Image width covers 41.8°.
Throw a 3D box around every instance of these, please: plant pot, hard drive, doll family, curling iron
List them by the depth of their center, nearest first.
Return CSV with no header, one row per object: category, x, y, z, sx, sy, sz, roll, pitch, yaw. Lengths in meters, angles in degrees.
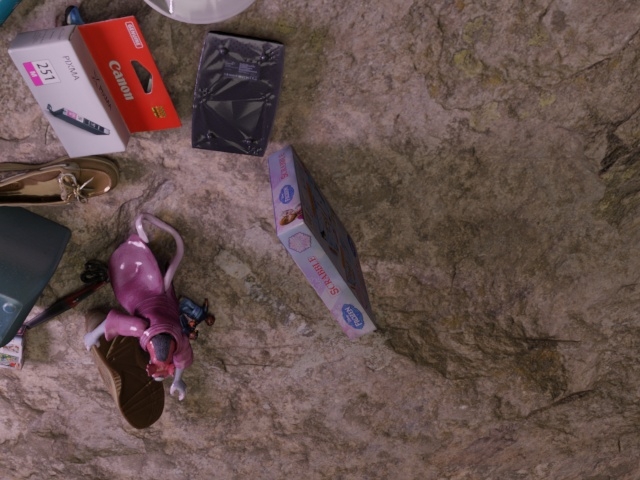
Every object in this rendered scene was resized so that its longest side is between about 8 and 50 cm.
hard drive,-0.172,-0.301,1.715,0.172,0.054,0.255,6,122,-12
plant pot,-0.707,0.083,1.770,0.247,0.252,0.248,27,115,-23
curling iron,-0.591,0.131,1.954,0.274,0.035,0.068,-35,100,20
doll family,-0.335,0.220,2.027,0.111,0.076,0.193,35,109,-22

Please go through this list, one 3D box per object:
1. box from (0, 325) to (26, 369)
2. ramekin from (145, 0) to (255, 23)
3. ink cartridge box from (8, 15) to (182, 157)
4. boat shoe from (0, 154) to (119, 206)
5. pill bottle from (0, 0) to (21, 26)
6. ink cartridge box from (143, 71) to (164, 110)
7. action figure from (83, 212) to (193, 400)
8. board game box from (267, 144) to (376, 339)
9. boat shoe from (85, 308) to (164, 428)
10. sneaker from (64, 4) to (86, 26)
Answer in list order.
box,-0.805,0.240,1.977,0.207,0.036,0.114,10,121,-8
ramekin,-0.221,-0.539,1.506,0.273,0.127,0.273,-4,124,-6
ink cartridge box,-0.427,-0.289,1.622,0.239,0.060,0.275,-5,137,12
boat shoe,-0.567,-0.113,1.758,0.285,0.089,0.104,-7,124,-4
pill bottle,-0.646,-0.422,1.507,0.146,0.146,0.264,37,111,-27
ink cartridge box,-0.334,-0.311,1.687,0.028,0.048,0.083,11,122,-16
action figure,-0.341,0.164,1.805,0.248,0.370,0.276,29,106,-33
board game box,0.000,0.000,1.784,0.066,0.319,0.318,-27,122,11
boat shoe,-0.477,0.311,2.046,0.121,0.110,0.341,-28,123,-24
sneaker,-0.437,-0.388,1.622,0.073,0.063,0.162,-28,132,-1
